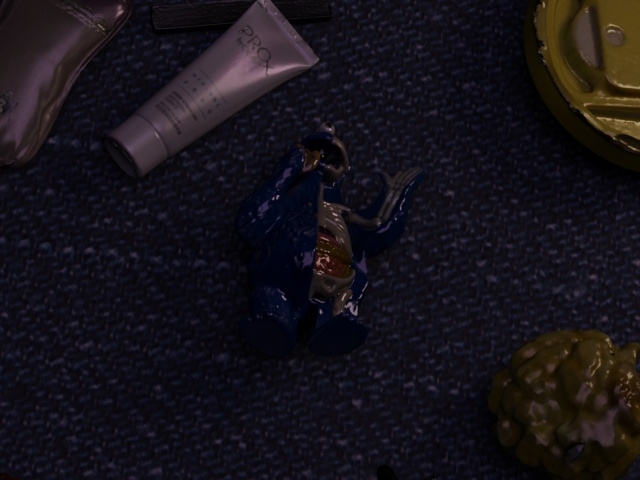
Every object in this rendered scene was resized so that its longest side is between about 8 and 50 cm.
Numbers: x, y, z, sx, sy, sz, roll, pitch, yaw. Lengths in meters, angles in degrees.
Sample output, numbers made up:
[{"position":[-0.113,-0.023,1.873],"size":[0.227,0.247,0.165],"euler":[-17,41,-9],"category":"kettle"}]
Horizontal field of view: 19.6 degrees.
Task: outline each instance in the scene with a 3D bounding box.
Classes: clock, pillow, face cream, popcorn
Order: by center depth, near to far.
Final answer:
[{"position":[0.251,0.172,1.824],"size":[0.173,0.142,0.173],"euler":[2,68,-6],"category":"popcorn"},{"position":[-0.300,-0.190,1.909],"size":[0.131,0.038,0.232],"euler":[32,75,5],"category":"pillow"},{"position":[-0.117,-0.152,1.916],"size":[0.244,0.058,0.092],"euler":[-40,95,-20],"category":"face cream"},{"position":[0.349,-0.195,1.978],"size":[0.293,0.071,0.277],"euler":[11,64,-16],"category":"clock"}]

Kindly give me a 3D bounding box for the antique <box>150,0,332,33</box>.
[{"position":[-0.084,-0.241,1.964],"size":[0.192,0.015,0.031],"euler":[-5,74,-9],"category":"antique"}]

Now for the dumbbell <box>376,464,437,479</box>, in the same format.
[{"position":[0.048,0.262,1.811],"size":[0.147,0.069,0.069],"euler":[-21,78,-12],"category":"dumbbell"}]

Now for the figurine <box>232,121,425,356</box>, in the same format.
[{"position":[-0.008,0.003,1.862],"size":[0.164,0.121,0.262],"euler":[22,57,0],"category":"figurine"}]

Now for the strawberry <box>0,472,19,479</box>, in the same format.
[{"position":[-0.252,0.336,1.742],"size":[0.175,0.107,0.236],"euler":[-10,71,28],"category":"strawberry"}]
